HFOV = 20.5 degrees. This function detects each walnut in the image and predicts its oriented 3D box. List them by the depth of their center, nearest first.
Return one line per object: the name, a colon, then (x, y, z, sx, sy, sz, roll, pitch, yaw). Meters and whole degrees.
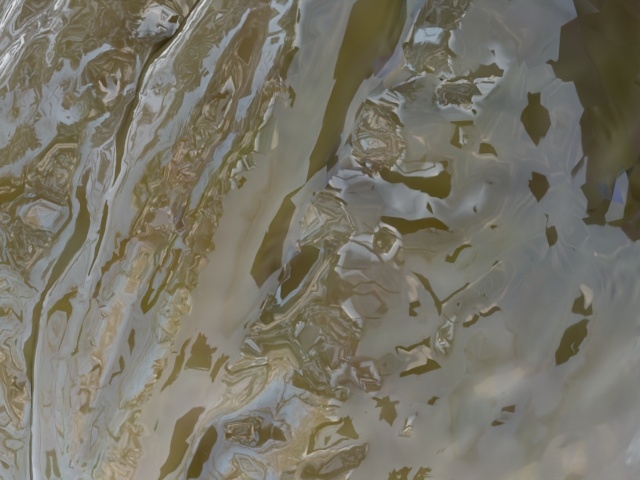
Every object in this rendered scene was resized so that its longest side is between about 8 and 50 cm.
walnut: (0.000, 0.000, 0.625, 0.333, 0.332, 0.333, 7, -90, -84)
